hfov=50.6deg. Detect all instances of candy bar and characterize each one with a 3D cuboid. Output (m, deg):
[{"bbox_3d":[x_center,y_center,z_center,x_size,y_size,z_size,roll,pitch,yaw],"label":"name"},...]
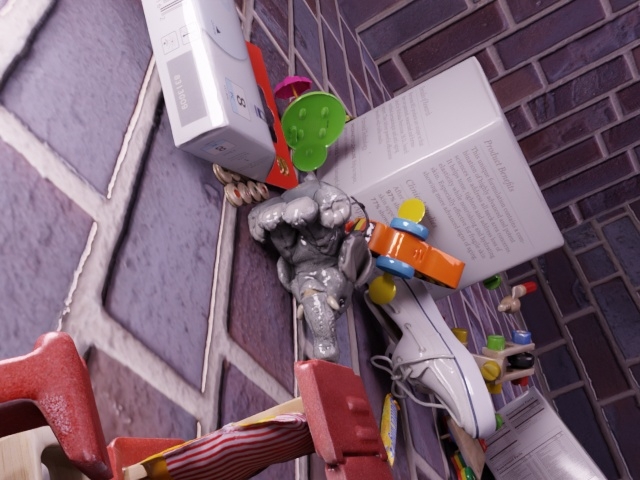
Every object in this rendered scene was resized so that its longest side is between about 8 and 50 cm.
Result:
[{"bbox_3d":[0.114,0.313,1.126,0.040,0.018,0.161,59,19,-15],"label":"candy bar"}]

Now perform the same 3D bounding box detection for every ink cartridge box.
[{"bbox_3d":[-0.118,-0.253,1.058,0.385,0.091,0.308,14,58,-66],"label":"ink cartridge box"}]

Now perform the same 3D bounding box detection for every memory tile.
[{"bbox_3d":[-0.127,-0.107,1.042,0.113,0.012,0.148,64,18,1],"label":"memory tile"}]

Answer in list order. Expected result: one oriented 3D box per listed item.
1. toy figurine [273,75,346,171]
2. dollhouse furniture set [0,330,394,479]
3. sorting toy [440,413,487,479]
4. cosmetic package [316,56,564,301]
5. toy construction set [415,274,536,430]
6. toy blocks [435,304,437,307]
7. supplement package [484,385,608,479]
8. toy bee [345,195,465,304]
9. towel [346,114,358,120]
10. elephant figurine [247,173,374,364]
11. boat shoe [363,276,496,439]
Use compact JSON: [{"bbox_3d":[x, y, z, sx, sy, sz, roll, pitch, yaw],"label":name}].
[{"bbox_3d":[-0.039,-0.251,1.341,0.159,0.130,0.173,-117,-155,-46],"label":"toy figurine"},{"bbox_3d":[-0.105,0.170,0.420,0.374,0.201,0.152,31,37,-60],"label":"dollhouse furniture set"},{"bbox_3d":[0.295,0.423,1.426,0.132,0.046,0.274,65,19,5],"label":"sorting toy"},{"bbox_3d":[0.238,-0.110,1.438,0.329,0.393,0.327,54,20,-29],"label":"cosmetic package"},{"bbox_3d":[0.311,0.211,1.380,0.257,0.309,0.237,36,18,25],"label":"toy construction set"},{"bbox_3d":[0.225,0.135,1.613,0.148,0.054,0.123,17,49,-66],"label":"toy blocks"},{"bbox_3d":[0.515,0.521,1.558,0.199,0.198,0.263,44,10,-46],"label":"supplement package"},{"bbox_3d":[0.119,-0.004,1.230,0.298,0.195,0.162,51,-21,-28],"label":"toy bee"},{"bbox_3d":[0.049,-0.282,1.632,0.237,0.102,0.021,-22,109,-72],"label":"towel"},{"bbox_3d":[-0.003,0.042,1.012,0.169,0.186,0.239,8,-57,59],"label":"elephant figurine"},{"bbox_3d":[0.168,0.212,1.224,0.136,0.156,0.367,86,-17,-48],"label":"boat shoe"}]
